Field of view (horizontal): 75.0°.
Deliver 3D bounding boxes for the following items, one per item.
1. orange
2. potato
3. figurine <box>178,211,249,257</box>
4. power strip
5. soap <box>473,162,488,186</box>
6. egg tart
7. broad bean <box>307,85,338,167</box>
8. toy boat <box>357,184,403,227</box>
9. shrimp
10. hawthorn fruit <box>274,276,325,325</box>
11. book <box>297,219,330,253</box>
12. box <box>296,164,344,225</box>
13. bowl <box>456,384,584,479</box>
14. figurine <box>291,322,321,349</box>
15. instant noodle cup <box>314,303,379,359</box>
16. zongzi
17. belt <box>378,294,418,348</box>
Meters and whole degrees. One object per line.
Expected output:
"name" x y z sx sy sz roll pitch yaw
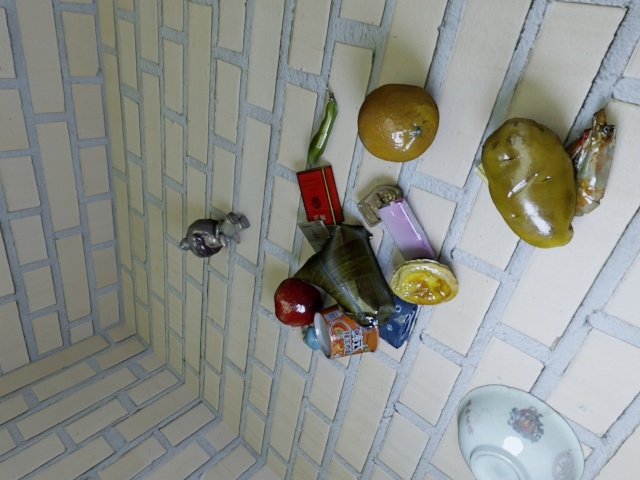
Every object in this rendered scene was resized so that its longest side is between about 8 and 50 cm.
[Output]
"orange" 0.241 -0.362 1.288 0.264 0.264 0.264 17 117 36
"potato" 0.568 -0.151 1.126 0.196 0.176 0.368 -20 95 2
"figurine" -0.545 -0.039 2.161 0.381 0.248 0.203 -22 87 31
"power strip" 0.305 -0.023 1.473 0.109 0.037 0.278 -18 112 44
"soap" 0.571 -0.146 1.239 0.252 0.037 0.092 54 134 11
"egg tart" 0.362 0.137 1.463 0.241 0.105 0.241 10 138 9
"broad bean" 0.011 -0.424 1.610 0.075 0.067 0.325 38 124 24
"toy boat" 0.230 -0.139 1.528 0.188 0.061 0.116 -39 79 44
"shrimp" 0.687 -0.201 1.100 0.154 0.062 0.294 29 126 37
"hawthorn fruit" -0.078 0.292 1.880 0.266 0.230 0.210 19 84 12
"book" 0.000 0.000 1.766 0.139 0.016 0.198 -6 126 43
"box" -0.002 -0.178 1.711 0.153 0.074 0.239 -4 105 39
"bowl" 0.636 0.738 1.427 0.435 0.196 0.434 16 116 37
"figurine" -0.073 0.438 2.001 0.260 0.103 0.205 37 127 37
"instant noodle cup" 0.096 0.357 1.692 0.250 0.192 0.250 169 90 -71
"zongzi" 0.069 0.201 1.643 0.432 0.208 0.403 -41 59 37
"belt" 0.287 0.305 1.613 0.128 0.122 0.218 33 127 32
